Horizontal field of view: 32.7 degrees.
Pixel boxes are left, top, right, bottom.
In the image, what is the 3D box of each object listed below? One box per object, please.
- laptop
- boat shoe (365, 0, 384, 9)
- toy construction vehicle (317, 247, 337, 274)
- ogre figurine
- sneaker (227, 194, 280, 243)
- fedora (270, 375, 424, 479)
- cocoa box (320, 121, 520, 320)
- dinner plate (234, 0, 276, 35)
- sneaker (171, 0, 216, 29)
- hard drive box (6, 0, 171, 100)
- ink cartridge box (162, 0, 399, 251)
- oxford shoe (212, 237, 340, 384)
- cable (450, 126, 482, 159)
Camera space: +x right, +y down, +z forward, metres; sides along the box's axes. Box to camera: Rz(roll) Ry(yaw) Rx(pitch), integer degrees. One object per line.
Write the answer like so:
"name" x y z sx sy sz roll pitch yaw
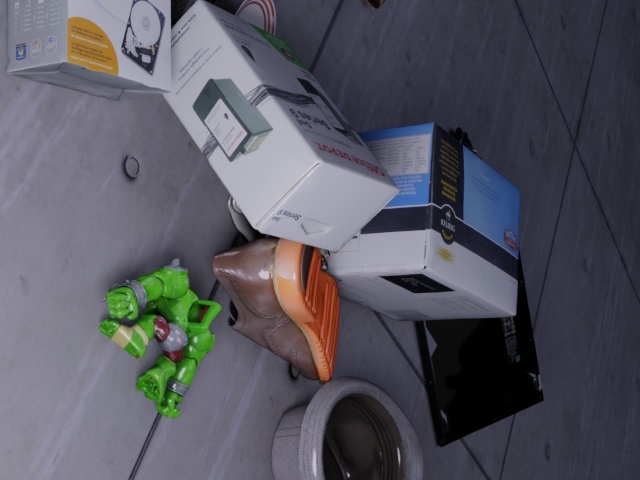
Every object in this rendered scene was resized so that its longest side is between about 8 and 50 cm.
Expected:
"laptop" 0.295 0.138 2.157 0.408 0.236 0.381 -18 103 -29
"boat shoe" 0.072 -0.455 1.814 0.183 0.066 0.066 41 54 -49
"toy construction vehicle" 0.000 0.000 1.538 0.098 0.035 0.085 68 29 -58
"ogre figurine" -0.183 0.110 1.303 0.118 0.097 0.197 -48 116 -36
"sneaker" -0.051 -0.076 1.547 0.163 0.086 0.226 36 57 -54
"fedora" 0.025 0.325 1.586 0.275 0.124 0.243 36 54 -43
"cocoa box" 0.150 -0.018 1.729 0.347 0.231 0.227 26 64 -55
"dinner plate" -0.103 -0.279 1.517 0.141 0.017 0.141 -51 154 -37
"sneaker" -0.126 -0.347 1.441 0.130 0.087 0.227 35 50 -31
"hard drive box" -0.258 -0.290 1.232 0.181 0.089 0.232 6 81 -59
"ink cartridge box" -0.059 -0.140 1.369 0.289 0.121 0.211 54 20 24
"oxford shoe" -0.052 0.097 1.509 0.363 0.133 0.130 71 22 -56
"cable" 0.276 -0.135 2.130 0.184 0.047 0.150 -49 127 -49
